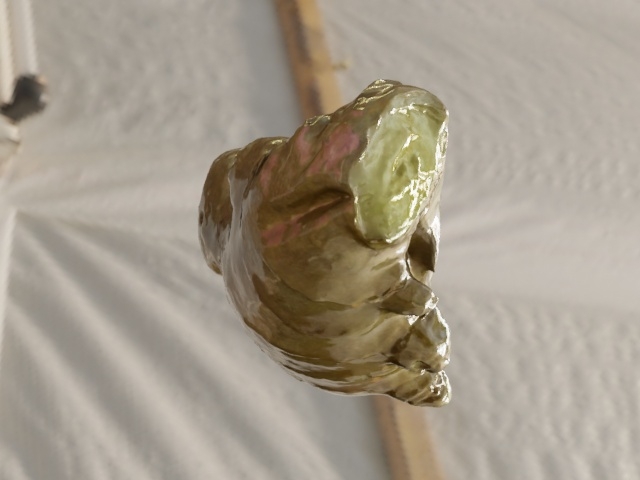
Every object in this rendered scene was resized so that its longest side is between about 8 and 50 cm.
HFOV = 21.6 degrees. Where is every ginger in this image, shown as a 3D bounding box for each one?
[{"bbox_3d":[0.005,0.012,0.603,0.081,0.205,0.115,-12,-92,-12],"label":"ginger"}]
